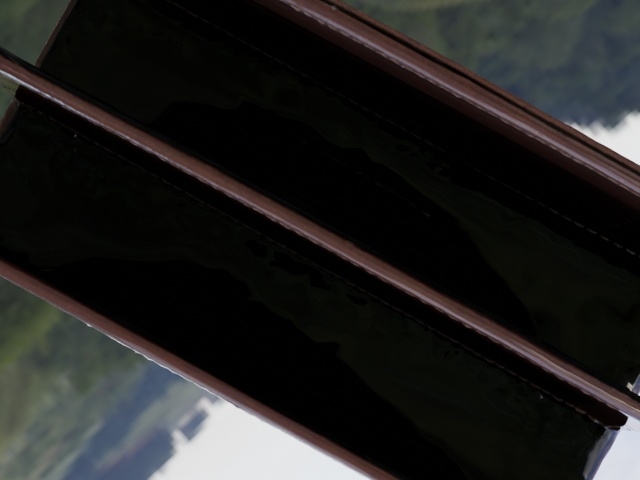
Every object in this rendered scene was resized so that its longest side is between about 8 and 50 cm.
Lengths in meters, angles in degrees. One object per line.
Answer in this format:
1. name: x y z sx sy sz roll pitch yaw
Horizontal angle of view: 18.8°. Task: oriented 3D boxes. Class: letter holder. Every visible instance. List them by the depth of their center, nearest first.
1. letter holder: 0.000 0.000 0.747 0.152 0.302 0.214 -61 178 -4
